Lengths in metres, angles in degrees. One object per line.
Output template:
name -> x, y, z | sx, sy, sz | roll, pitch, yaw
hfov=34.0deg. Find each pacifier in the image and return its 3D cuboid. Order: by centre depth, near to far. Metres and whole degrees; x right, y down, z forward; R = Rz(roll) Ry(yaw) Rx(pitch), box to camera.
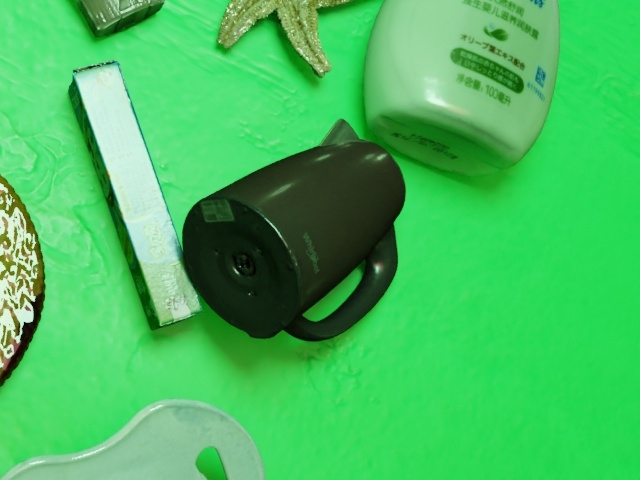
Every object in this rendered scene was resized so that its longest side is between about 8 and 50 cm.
pacifier -> -0.159, 0.282, 0.922 | 0.287, 0.226, 0.239 | -18, 105, -21

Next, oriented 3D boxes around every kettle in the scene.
kettle -> 0.000, 0.000, 1.054 | 0.232, 0.144, 0.202 | -34, 109, -44

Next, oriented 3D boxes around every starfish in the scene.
starfish -> -0.031, -0.293, 1.162 | 0.227, 0.043, 0.241 | -26, 86, -24

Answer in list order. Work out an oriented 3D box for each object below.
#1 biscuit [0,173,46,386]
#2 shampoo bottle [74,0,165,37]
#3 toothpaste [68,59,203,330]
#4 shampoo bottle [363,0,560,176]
biscuit -> -0.407, 0.033, 0.963 | 0.305, 0.038, 0.305 | 6, 73, -21
shampoo bottle -> -0.250, -0.327, 1.082 | 0.086, 0.056, 0.227 | -28, 91, -21
toothpaste -> -0.186, -0.044, 1.049 | 0.050, 0.065, 0.267 | -18, 87, -22
shampoo bottle -> 0.177, -0.260, 1.174 | 0.221, 0.151, 0.350 | 21, 73, -16
